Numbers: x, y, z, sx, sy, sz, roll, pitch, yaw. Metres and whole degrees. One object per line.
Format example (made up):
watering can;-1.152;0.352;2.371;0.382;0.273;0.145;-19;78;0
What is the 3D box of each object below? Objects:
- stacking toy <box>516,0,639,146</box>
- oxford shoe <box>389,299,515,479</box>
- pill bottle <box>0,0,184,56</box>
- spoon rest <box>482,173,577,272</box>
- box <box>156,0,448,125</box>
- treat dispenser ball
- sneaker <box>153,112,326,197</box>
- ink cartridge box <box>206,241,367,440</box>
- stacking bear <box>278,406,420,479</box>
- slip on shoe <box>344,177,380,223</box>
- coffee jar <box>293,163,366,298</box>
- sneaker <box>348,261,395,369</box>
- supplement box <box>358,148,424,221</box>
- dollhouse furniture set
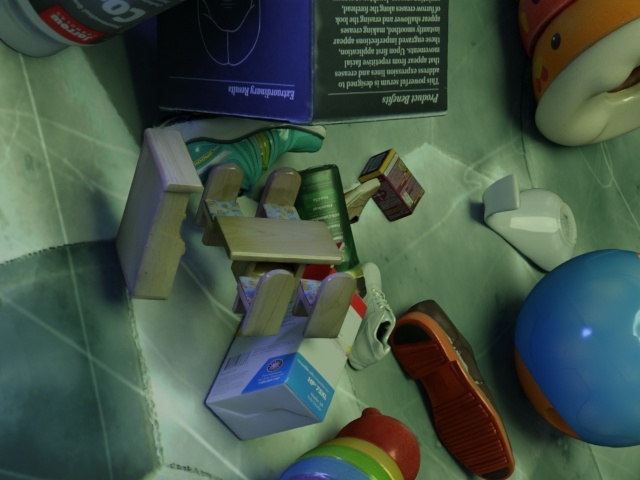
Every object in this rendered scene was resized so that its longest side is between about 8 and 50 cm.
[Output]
stacking toy;0.420;-0.426;2.571;0.350;0.350;0.480;1;54;-49
oxford shoe;0.199;0.202;2.144;0.271;0.097;0.098;62;34;-10
pill bottle;-0.235;-0.306;1.700;0.161;0.283;0.161;22;59;-43
spoon rest;0.321;-0.034;2.411;0.276;0.084;0.137;28;55;-56
box;-0.024;-0.337;1.771;0.212;0.293;0.395;-7;102;-39
treat dispenser ball;0.425;0.156;2.272;0.288;0.288;0.288;23;58;-42
sneaker;-0.103;-0.109;1.941;0.275;0.107;0.110;-11;103;-46
ink cartridge box;-0.032;0.119;1.876;0.078;0.134;0.231;48;44;-26
stacking bear;0.029;0.305;1.854;0.175;0.164;0.289;48;33;-1
slip on shoe;0.038;-0.042;2.089;0.135;0.051;0.041;-33;94;-47
coffee jar;0.000;0.000;1.984;0.079;0.096;0.184;-14;89;-19
sneaker;0.073;0.096;2.067;0.053;0.061;0.152;26;54;-38
supplement box;0.100;-0.077;2.183;0.083;0.043;0.055;53;42;-19
dollhouse furniture set;-0.090;-0.021;1.763;0.242;0.161;0.212;3;36;-24
